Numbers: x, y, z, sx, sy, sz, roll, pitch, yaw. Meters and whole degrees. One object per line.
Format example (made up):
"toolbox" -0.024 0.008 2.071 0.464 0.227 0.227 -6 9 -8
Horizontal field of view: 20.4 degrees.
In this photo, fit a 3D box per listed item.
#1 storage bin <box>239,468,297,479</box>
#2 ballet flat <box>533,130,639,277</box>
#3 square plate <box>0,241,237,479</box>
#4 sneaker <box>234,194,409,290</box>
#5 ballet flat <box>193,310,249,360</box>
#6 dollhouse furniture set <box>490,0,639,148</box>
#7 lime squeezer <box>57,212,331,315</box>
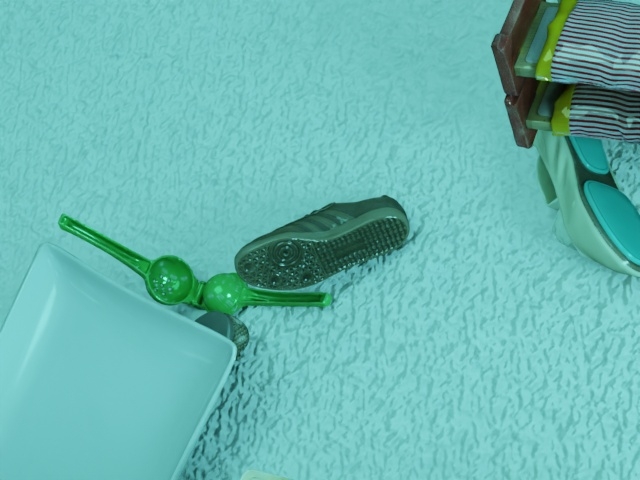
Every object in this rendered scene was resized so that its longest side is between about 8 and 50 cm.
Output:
"storage bin" 0.082 0.295 1.490 0.262 0.260 0.123 13 83 41
"ballet flat" 0.256 -0.042 1.742 0.086 0.086 0.248 -29 46 17
"square plate" -0.257 0.212 1.908 0.347 0.049 0.344 25 90 42
"sneaker" 0.000 0.000 1.885 0.188 0.066 0.071 -13 28 -1
"ballet flat" -0.177 0.150 1.942 0.250 0.058 0.084 -31 59 23
"dollhouse furniture set" 0.318 -0.258 1.733 0.201 0.152 0.374 7 54 22
"lime squeezer" -0.132 0.038 1.954 0.310 0.110 0.059 17 50 11
